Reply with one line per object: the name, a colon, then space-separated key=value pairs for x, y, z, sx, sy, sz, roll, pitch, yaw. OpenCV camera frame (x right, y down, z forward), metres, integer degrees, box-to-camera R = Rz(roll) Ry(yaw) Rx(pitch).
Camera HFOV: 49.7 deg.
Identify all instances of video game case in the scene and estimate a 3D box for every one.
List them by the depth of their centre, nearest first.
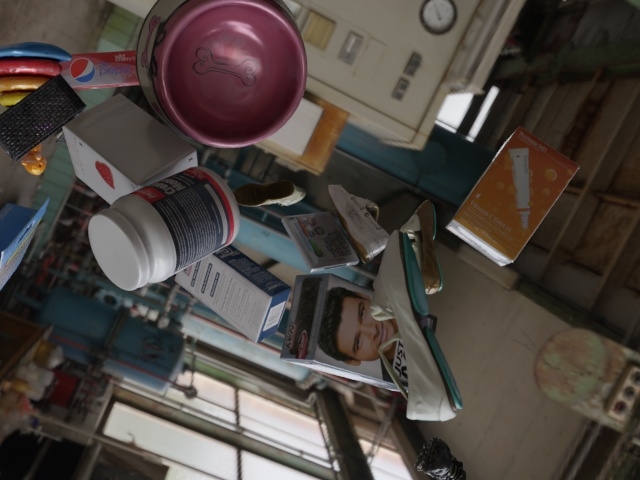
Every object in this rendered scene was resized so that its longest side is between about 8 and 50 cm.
video game case: x=0.000 y=0.000 z=1.632 sx=0.157 sy=0.143 sz=0.019 roll=59 pitch=-43 yaw=26

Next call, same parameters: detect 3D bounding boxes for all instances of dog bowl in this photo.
dog bowl: x=-0.211 y=-0.398 z=1.594 sx=0.408 sy=0.407 sz=0.150 roll=-62 pitch=-152 yaw=15

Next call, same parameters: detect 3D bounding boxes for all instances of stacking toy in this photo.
stacking toy: x=-0.692 y=-0.307 z=1.642 sx=0.175 sy=0.165 sz=0.302 roll=-15 pitch=104 yaw=-58

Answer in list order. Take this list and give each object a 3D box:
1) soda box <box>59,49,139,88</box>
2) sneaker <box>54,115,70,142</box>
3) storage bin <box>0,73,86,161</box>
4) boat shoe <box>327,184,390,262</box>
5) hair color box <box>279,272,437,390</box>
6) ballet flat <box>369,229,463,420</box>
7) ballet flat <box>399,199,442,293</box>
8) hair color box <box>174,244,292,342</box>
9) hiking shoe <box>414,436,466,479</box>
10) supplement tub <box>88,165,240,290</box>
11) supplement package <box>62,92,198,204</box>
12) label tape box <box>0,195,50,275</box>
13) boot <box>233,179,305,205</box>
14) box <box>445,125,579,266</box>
soda box: x=-0.595 y=-0.462 z=1.875 sx=0.083 sy=0.263 sz=0.092 roll=-143 pitch=-133 yaw=-76
sneaker: x=-0.715 y=-0.346 z=1.939 sx=0.107 sy=0.124 sz=0.283 roll=-23 pitch=-168 yaw=-17
storage bin: x=-0.588 y=-0.253 z=1.431 sx=0.180 sy=0.084 sz=0.122 roll=-42 pitch=-162 yaw=-18
boat shoe: x=0.095 y=-0.055 z=1.635 sx=0.096 sy=0.098 sz=0.277 roll=-27 pitch=-139 yaw=-1
hair color box: x=0.097 y=0.214 z=1.535 sx=0.113 sy=0.374 sz=0.186 roll=-6 pitch=-113 yaw=47
ballet flat: x=0.170 y=0.174 z=1.409 sx=0.139 sy=0.139 sz=0.401 roll=-47 pitch=-126 yaw=57
ballet flat: x=0.325 y=0.015 z=2.294 sx=0.116 sy=0.124 sz=0.343 roll=117 pitch=-26 yaw=-65
hair color box: x=-0.264 y=0.129 z=2.049 sx=0.105 sy=0.347 sz=0.174 roll=-21 pitch=139 yaw=-54
hiking shoe: x=0.291 y=0.515 z=1.591 sx=0.227 sy=0.114 sz=0.086 roll=90 pitch=25 yaw=-74
supplement tub: x=-0.322 y=-0.029 z=1.450 sx=0.272 sy=0.191 sz=0.191 roll=-32 pitch=165 yaw=-42
supplement package: x=-0.450 y=-0.186 z=1.660 sx=0.175 sy=0.293 sz=0.178 roll=-38 pitch=151 yaw=-31
label tape box: x=-0.898 y=0.029 z=1.911 sx=0.348 sy=0.115 sz=0.249 roll=-49 pitch=-163 yaw=39
boot: x=-0.167 y=-0.150 z=2.293 sx=0.165 sy=0.213 sz=0.077 roll=7 pitch=75 yaw=-75
box: x=0.565 y=-0.127 z=2.058 sx=0.345 sy=0.215 sz=0.168 roll=-54 pitch=174 yaw=-4
